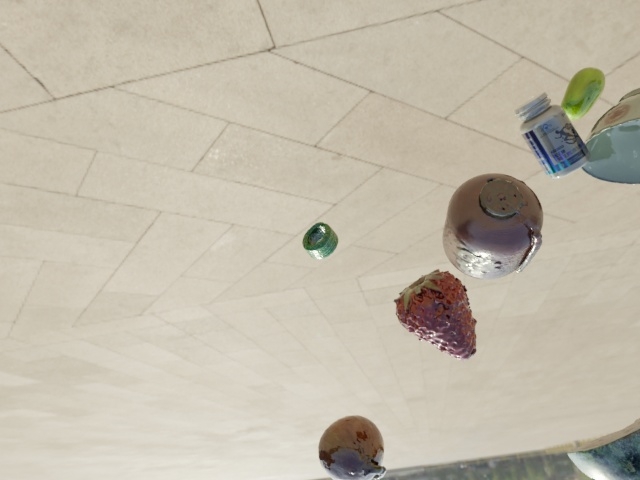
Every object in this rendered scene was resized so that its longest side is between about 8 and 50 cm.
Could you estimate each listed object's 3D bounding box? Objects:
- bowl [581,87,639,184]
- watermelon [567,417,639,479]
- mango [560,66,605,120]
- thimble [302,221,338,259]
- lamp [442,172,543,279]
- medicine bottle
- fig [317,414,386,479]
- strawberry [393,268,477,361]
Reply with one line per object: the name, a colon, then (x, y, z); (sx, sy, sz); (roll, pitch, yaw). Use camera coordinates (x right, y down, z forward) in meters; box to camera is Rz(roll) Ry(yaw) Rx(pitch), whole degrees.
bowl: (0.819, -0.279, 1.321); (0.338, 0.157, 0.337); (8, 160, 3)
watermelon: (0.897, 0.610, 1.542); (0.318, 0.148, 0.226); (-36, 163, 27)
mango: (0.742, -0.415, 1.519); (0.163, 0.089, 0.117); (-56, 150, 4)
thimble: (0.000, 0.000, 1.980); (0.118, 0.130, 0.090); (-6, 145, 30)
lamp: (0.324, -0.018, 1.005); (0.180, 0.179, 0.258); (-10, 154, 5)
medicine bottle: (0.543, -0.248, 1.262); (0.107, 0.191, 0.107); (-33, -175, 3)
fig: (0.099, 0.597, 1.503); (0.206, 0.205, 0.205); (-6, 156, -3)
strawberry: (0.323, 0.202, 1.389); (0.205, 0.244, 0.205); (-38, -177, 2)
